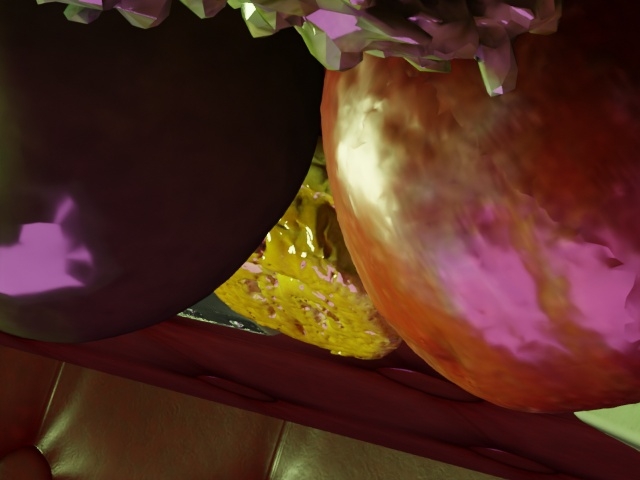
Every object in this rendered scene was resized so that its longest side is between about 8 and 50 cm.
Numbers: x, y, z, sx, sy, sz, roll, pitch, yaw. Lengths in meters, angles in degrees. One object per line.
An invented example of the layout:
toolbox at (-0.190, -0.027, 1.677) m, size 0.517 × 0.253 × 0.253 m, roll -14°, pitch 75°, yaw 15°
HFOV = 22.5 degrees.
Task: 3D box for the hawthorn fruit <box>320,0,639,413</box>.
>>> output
hawthorn fruit at (0.096, -0.069, 0.658) m, size 0.271 × 0.242 × 0.242 m, roll 44°, pitch 160°, yaw -14°

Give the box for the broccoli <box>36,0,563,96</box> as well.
broccoli at (0.062, -0.170, 0.371) m, size 0.397 × 0.275 × 0.353 m, roll -2°, pitch -174°, yaw -4°

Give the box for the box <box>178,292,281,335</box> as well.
box at (-0.169, 0.039, 1.799) m, size 0.210 × 0.045 × 0.270 m, roll 12°, pitch 166°, yaw 20°

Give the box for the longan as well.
longan at (-0.112, -0.068, 0.822) m, size 0.248 × 0.248 × 0.248 m, roll 17°, pitch 167°, yaw 4°

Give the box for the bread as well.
bread at (-0.001, -0.002, 1.217) m, size 0.236 × 0.120 × 0.198 m, roll 14°, pitch 155°, yaw 31°

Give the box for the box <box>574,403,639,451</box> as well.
box at (0.405, 0.144, 1.096) m, size 0.343 × 0.177 × 0.352 m, roll 28°, pitch 176°, yaw -26°
